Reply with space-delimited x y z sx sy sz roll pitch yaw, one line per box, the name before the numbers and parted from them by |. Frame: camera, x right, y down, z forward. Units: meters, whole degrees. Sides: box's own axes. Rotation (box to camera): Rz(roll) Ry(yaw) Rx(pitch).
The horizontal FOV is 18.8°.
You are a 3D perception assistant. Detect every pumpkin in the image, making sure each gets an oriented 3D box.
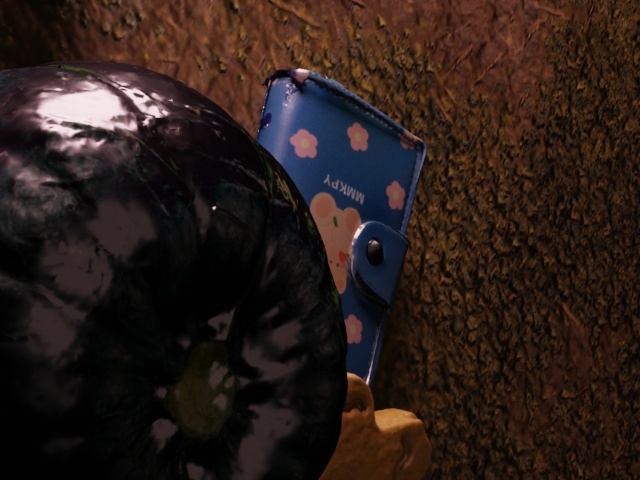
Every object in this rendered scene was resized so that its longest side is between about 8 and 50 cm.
pumpkin | -0.138 0.056 1.043 0.315 0.238 0.315 -13 110 -38

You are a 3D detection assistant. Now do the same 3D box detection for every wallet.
wallet | 0.001 0.000 1.302 0.141 0.059 0.202 30 64 -40

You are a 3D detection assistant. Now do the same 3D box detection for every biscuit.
biscuit | -0.023 0.159 1.238 0.225 0.036 0.166 16 96 -39
